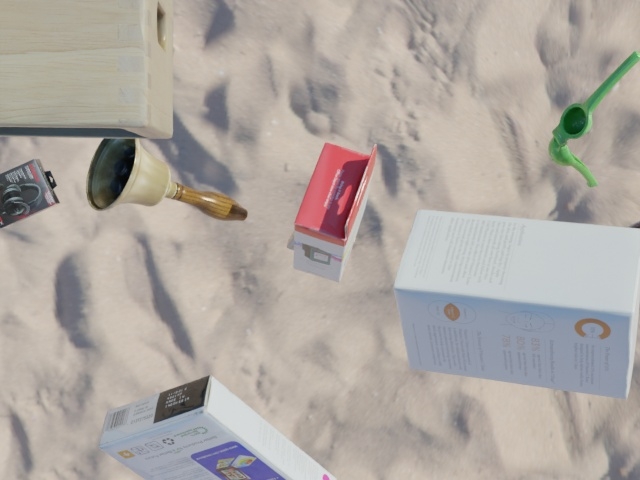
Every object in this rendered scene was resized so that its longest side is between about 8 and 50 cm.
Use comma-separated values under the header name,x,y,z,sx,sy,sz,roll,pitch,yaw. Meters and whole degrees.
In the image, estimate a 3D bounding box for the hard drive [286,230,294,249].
name,x,y,z,sx,sy,sz,roll,pitch,yaw
hard drive,0.000,0.000,1.775,0.094,0.135,0.022,15,74,-7

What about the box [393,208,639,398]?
name,x,y,z,sx,sy,sz,roll,pitch,yaw
box,0.308,0.095,1.604,0.345,0.168,0.215,6,140,19

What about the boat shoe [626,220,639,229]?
name,x,y,z,sx,sy,sz,roll,pitch,yaw
boat shoe,0.533,-0.022,1.576,0.088,0.267,0.096,39,68,-2

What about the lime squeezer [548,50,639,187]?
name,x,y,z,sx,sy,sz,roll,pitch,yaw
lime squeezer,0.421,-0.170,1.652,0.109,0.310,0.059,-1,54,-1

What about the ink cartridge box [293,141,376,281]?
name,x,y,z,sx,sy,sz,roll,pitch,yaw
ink cartridge box,0.018,-0.045,1.475,0.078,0.231,0.134,18,69,5

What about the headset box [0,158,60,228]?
name,x,y,z,sx,sy,sz,roll,pitch,yaw
headset box,-0.366,-0.060,1.286,0.083,0.032,0.062,-23,95,-1

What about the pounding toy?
name,x,y,z,sx,sy,sz,roll,pitch,yaw
pounding toy,-0.131,-0.095,0.448,0.130,0.141,0.100,1,94,-3

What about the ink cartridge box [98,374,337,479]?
name,x,y,z,sx,sy,sz,roll,pitch,yaw
ink cartridge box,-0.105,0.318,1.394,0.175,0.069,0.371,-22,129,26

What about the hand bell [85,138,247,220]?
name,x,y,z,sx,sy,sz,roll,pitch,yaw
hand bell,-0.206,-0.069,1.528,0.126,0.242,0.126,-22,59,41
